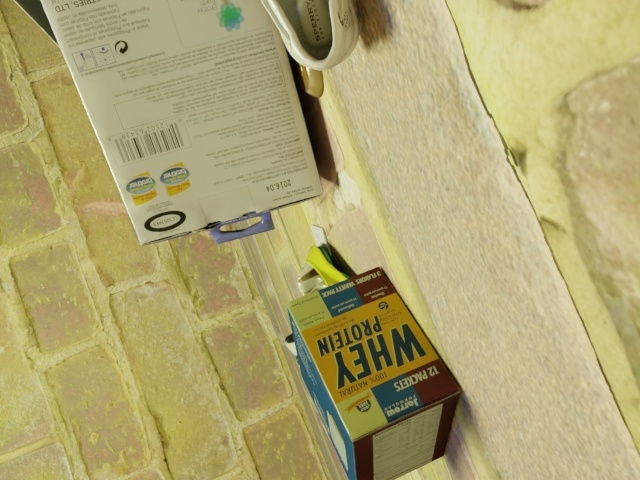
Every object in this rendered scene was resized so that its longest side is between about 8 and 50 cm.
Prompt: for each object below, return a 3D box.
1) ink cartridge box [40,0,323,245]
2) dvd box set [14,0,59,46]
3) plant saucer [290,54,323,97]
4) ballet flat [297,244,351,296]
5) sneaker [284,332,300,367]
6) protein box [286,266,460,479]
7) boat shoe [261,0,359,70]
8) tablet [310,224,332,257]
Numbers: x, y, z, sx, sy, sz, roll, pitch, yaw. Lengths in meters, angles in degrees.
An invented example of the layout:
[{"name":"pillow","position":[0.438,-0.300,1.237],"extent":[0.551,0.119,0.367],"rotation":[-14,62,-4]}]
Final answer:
[{"name":"ink cartridge box","position":[-0.162,-0.167,0.781],"extent":[0.151,0.270,0.395],"rotation":[-108,3,-68]},{"name":"dvd box set","position":[-0.335,-0.502,0.824],"extent":[0.307,0.062,0.420],"rotation":[65,-144,-71]},{"name":"plant saucer","position":[-0.020,-0.219,0.711],"extent":[0.083,0.015,0.083],"rotation":[159,90,-77]},{"name":"ballet flat","position":[0.006,0.072,0.912],"extent":[0.231,0.077,0.077],"rotation":[43,157,60]},{"name":"sneaker","position":[0.034,0.227,1.027],"extent":[0.147,0.130,0.330],"rotation":[56,172,-5]},{"name":"protein box","position":[0.062,0.186,0.738],"extent":[0.201,0.136,0.199],"rotation":[84,161,-49]},{"name":"boat shoe","position":[-0.035,-0.274,0.453],"extent":[0.096,0.098,0.277],"rotation":[-82,-31,-67]},{"name":"tablet","position":[0.000,0.000,1.005],"extent":[0.083,0.006,0.054],"rotation":[-159,49,-73]}]
